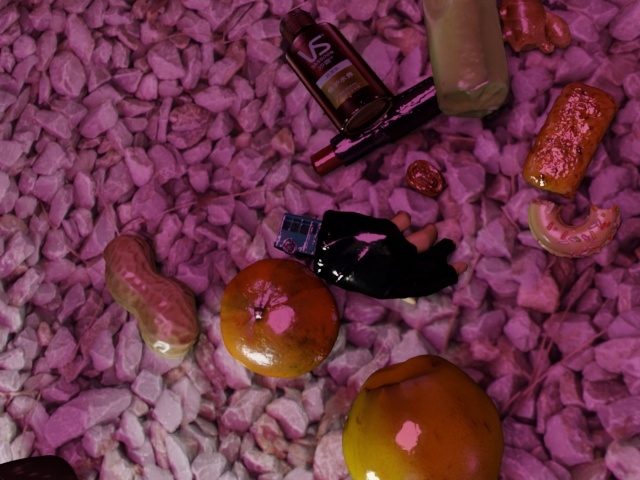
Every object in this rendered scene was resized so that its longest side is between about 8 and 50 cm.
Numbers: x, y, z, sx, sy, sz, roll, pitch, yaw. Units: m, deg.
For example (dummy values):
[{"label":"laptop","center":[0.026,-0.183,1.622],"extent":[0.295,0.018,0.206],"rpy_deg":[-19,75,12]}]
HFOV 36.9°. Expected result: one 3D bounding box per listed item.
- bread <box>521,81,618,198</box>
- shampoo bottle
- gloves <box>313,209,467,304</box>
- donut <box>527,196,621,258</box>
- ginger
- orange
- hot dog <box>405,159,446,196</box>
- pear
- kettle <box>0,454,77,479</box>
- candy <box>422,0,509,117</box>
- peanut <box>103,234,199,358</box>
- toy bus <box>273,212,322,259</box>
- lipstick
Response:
[{"label":"bread","center":[0.460,-0.185,1.772],"extent":[0.114,0.083,0.211],"rpy_deg":[25,90,16]},{"label":"shampoo bottle","center":[0.019,-0.341,1.892],"extent":[0.129,0.084,0.323],"rpy_deg":[-36,55,6]},{"label":"gloves","center":[0.130,0.038,1.771],"extent":[0.301,0.197,0.152],"rpy_deg":[-4,42,-22]},{"label":"donut","center":[0.458,-0.023,1.750],"extent":[0.166,0.065,0.108],"rpy_deg":[9,84,19]},{"label":"ginger","center":[0.386,-0.437,1.840],"extent":[0.115,0.081,0.205],"rpy_deg":[-35,78,26]},{"label":"orange","center":[-0.082,0.148,1.834],"extent":[0.240,0.171,0.240],"rpy_deg":[-3,80,15]},{"label":"hot dog","center":[0.203,-0.121,1.864],"extent":[0.083,0.035,0.058],"rpy_deg":[37,89,20]},{"label":"pear","center":[0.192,0.367,1.663],"extent":[0.285,0.285,0.336],"rpy_deg":[-41,84,7]},{"label":"kettle","center":[-0.600,0.527,1.898],"extent":[0.144,0.232,0.202],"rpy_deg":[-18,76,15]},{"label":"candy","center":[0.271,-0.397,1.815],"extent":[0.132,0.142,0.343],"rpy_deg":[-4,67,-4]},{"label":"peanut","center":[-0.347,0.107,1.956],"extent":[0.136,0.120,0.298],"rpy_deg":[-35,70,-16]},{"label":"toy bus","center":[0.000,0.000,1.884],"extent":[0.160,0.079,0.092],"rpy_deg":[13,85,20]},{"label":"lipstick","center":[0.112,-0.220,1.885],"extent":[0.300,0.081,0.081],"rpy_deg":[-29,73,9]}]
